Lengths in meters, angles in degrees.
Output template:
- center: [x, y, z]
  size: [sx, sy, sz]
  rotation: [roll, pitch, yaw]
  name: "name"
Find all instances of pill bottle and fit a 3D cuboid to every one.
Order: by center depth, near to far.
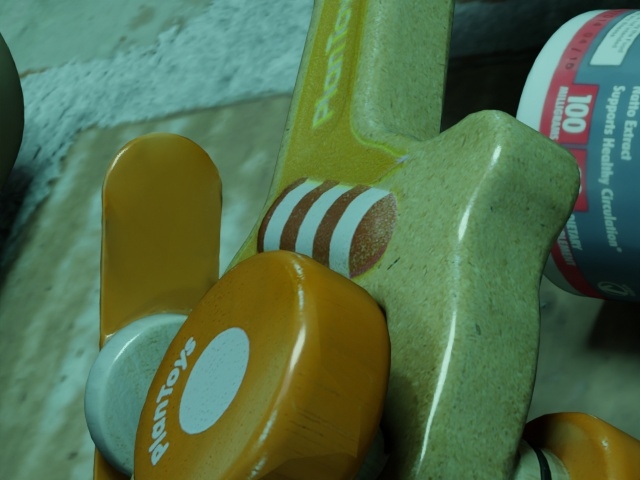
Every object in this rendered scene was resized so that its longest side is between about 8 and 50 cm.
- center: [0.167, -0.025, 0.647]
  size: [0.180, 0.108, 0.108]
  rotation: [5, 51, 38]
  name: "pill bottle"

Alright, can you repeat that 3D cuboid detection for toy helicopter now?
- center: [0.000, 0.000, 0.647]
  size: [0.235, 0.140, 0.355]
  rotation: [-33, 37, 46]
  name: "toy helicopter"

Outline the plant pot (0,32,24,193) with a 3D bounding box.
- center: [-0.255, -0.027, 0.854]
  size: [0.263, 0.263, 0.229]
  rotation: [-7, 27, 28]
  name: "plant pot"
